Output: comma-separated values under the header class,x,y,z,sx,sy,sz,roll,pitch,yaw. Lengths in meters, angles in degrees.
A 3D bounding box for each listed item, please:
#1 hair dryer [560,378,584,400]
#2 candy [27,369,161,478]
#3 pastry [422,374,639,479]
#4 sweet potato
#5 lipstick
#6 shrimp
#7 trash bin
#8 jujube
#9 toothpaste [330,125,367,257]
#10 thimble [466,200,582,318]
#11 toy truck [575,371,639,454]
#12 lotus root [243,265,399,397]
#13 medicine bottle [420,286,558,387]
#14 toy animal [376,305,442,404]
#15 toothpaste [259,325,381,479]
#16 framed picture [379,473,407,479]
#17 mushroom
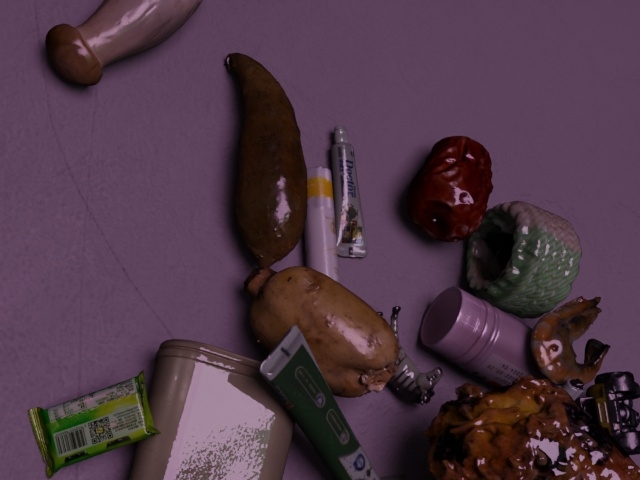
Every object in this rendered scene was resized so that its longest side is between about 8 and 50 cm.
class,x,y,z,sx,sy,sz,roll,pitch,yaw
hair dryer,0.380,0.327,1.563,0.131,0.236,0.073,26,29,-19
candy,-0.319,0.258,1.247,0.178,0.032,0.102,-20,71,1
pastry,0.357,0.419,1.404,0.292,0.338,0.404,-51,127,-71
sweet potato,-0.094,-0.153,1.526,0.131,0.130,0.422,4,68,-29
lipstick,0.000,0.000,1.559,0.059,0.059,0.263,7,69,-28
shrimp,0.478,0.184,1.618,0.254,0.059,0.145,-18,78,-41
trash bin,-0.156,0.300,1.324,0.243,0.121,0.247,21,66,-22
jujube,0.255,-0.106,1.695,0.155,0.155,0.230,34,52,-15
toothpaste,0.048,-0.092,1.637,0.067,0.037,0.255,4,74,-29
thimble,0.377,0.031,1.673,0.150,0.219,0.218,21,63,-21
toy truck,0.527,0.338,1.670,0.224,0.165,0.147,30,51,-60
lotus root,-0.005,0.140,1.417,0.284,0.146,0.160,38,90,11
medicine bottle,0.320,0.195,1.626,0.250,0.133,0.133,31,59,-19
toy animal,0.098,0.209,1.530,0.217,0.073,0.175,-4,76,-24
toothpaste,0.017,0.306,1.368,0.098,0.061,0.392,-50,123,-37
framed picture,0.077,0.468,1.456,0.183,0.011,0.141,1,72,-30
mushroom,-0.310,-0.385,1.489,0.128,0.128,0.350,49,60,-6
